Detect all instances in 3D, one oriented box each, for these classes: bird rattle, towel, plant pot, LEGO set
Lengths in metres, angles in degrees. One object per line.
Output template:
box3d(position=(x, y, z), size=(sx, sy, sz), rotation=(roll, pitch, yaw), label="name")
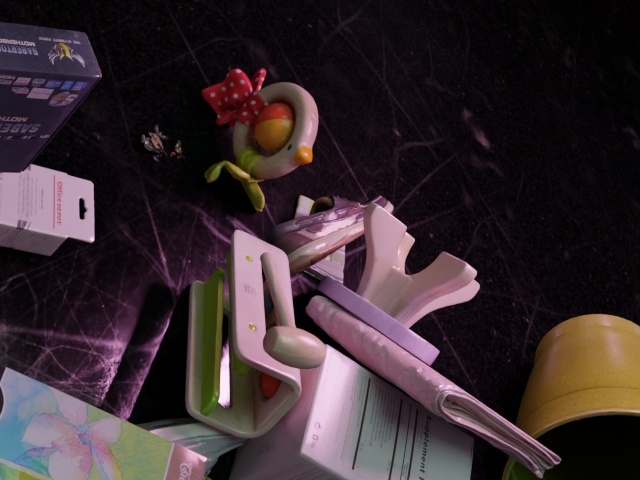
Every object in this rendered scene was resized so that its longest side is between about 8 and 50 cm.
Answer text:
box3d(position=(-0.089, -0.179, 1.465), size=(0.143, 0.207, 0.253), rotation=(38, 49, -46), label="bird rattle")
box3d(position=(0.162, 0.219, 1.341), size=(0.317, 0.332, 0.053), rotation=(37, 85, -37), label="towel")
box3d(position=(0.515, 0.328, 1.613), size=(0.366, 0.366, 0.353), rotation=(42, 30, -15), label="plant pot")
box3d(position=(0.000, 0.000, 1.551), size=(0.113, 0.023, 0.152), rotation=(30, 46, -27), label="towel")
box3d(position=(-0.256, -0.151, 1.412), size=(0.083, 0.023, 0.054), rotation=(36, 44, -40), label="LEGO set")

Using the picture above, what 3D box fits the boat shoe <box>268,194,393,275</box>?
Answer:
box3d(position=(0.021, -0.033, 1.506), size=(0.285, 0.103, 0.092), rotation=(-31, 89, -45), label="boat shoe")

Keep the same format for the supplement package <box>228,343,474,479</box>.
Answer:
box3d(position=(0.050, 0.313, 1.263), size=(0.293, 0.177, 0.175), rotation=(35, 45, -22), label="supplement package")

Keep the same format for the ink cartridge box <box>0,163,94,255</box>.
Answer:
box3d(position=(-0.394, -0.045, 1.170), size=(0.180, 0.060, 0.104), rotation=(16, 53, -37), label="ink cartridge box")

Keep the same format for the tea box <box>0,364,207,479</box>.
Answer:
box3d(position=(-0.335, 0.275, 0.799), size=(0.324, 0.329, 0.220), rotation=(30, 47, -25), label="tea box")

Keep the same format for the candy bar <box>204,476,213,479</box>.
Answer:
box3d(position=(-0.101, 0.367, 1.204), size=(0.161, 0.018, 0.040), rotation=(35, 44, -22), label="candy bar")

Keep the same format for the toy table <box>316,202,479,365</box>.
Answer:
box3d(position=(0.122, 0.069, 1.399), size=(0.252, 0.160, 0.274), rotation=(37, -3, -41), label="toy table")

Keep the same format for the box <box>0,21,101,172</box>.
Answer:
box3d(position=(-0.351, -0.130, 0.827), size=(0.233, 0.183, 0.059), rotation=(-4, 66, -47), label="box")

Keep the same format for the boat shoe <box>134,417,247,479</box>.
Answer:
box3d(position=(-0.181, 0.276, 1.157), size=(0.228, 0.079, 0.081), rotation=(4, 85, -48), label="boat shoe")

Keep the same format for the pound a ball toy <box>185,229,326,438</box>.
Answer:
box3d(position=(-0.070, 0.115, 1.194), size=(0.136, 0.208, 0.319), rotation=(29, 27, -25), label="pound a ball toy")
